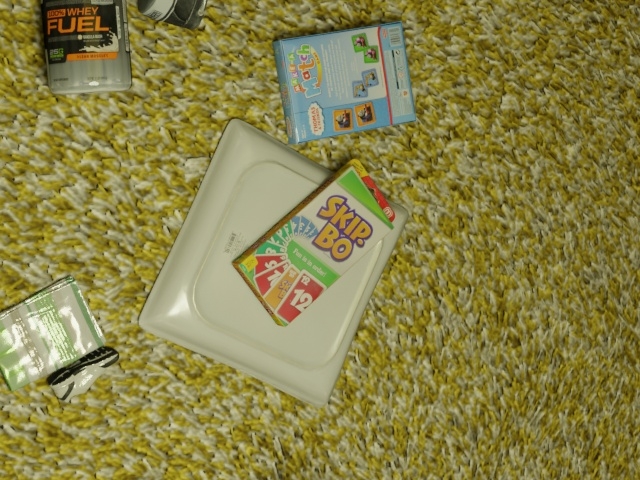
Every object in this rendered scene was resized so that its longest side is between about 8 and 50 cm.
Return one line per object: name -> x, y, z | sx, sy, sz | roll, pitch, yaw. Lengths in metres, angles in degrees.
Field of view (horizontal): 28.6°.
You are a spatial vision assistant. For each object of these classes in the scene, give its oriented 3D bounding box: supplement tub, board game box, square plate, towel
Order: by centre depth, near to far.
supplement tub -> -0.322, -0.297, 1.717 | 0.117, 0.117, 0.190 | -7, 97, -25
towel -> -0.390, 0.132, 1.765 | 0.152, 0.023, 0.113 | -28, 100, -21
board game box -> 0.000, 0.000, 1.889 | 0.259, 0.039, 0.124 | -43, 111, -20
square plate -> -0.056, 0.041, 1.909 | 0.344, 0.049, 0.347 | 27, 82, -25
board game box -> 0.039, -0.245, 1.937 | 0.211, 0.039, 0.160 | -13, 99, -25

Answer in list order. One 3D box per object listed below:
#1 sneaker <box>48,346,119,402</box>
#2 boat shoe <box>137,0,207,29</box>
sneaker -> -0.336, 0.191, 1.797 | 0.109, 0.040, 0.044 | -29, 122, -17
boat shoe -> -0.167, -0.454, 1.784 | 0.105, 0.113, 0.306 | 14, 91, -32
